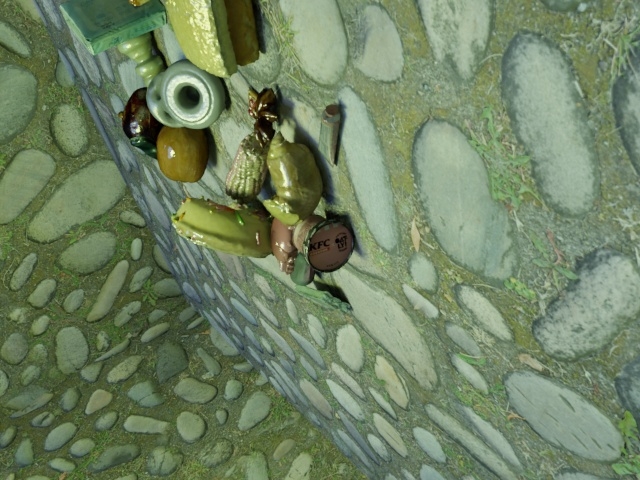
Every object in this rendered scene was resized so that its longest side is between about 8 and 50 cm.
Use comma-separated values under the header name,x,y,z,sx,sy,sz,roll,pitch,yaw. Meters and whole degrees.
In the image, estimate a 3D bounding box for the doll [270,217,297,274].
name,x,y,z,sx,sy,sz,roll,pitch,yaw
doll,-0.108,-0.009,1.825,0.262,0.093,0.211,-103,24,-44

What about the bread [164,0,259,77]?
name,x,y,z,sx,sy,sz,roll,pitch,yaw
bread,-0.277,-0.596,1.364,0.236,0.165,0.375,37,151,28

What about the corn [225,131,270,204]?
name,x,y,z,sx,sy,sz,roll,pitch,yaw
corn,-0.221,-0.223,1.830,0.126,0.126,0.335,53,153,5

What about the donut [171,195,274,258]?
name,x,y,z,sx,sy,sz,roll,pitch,yaw
donut,-0.289,-0.046,1.950,0.307,0.150,0.371,24,-171,26

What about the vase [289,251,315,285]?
name,x,y,z,sx,sy,sz,roll,pitch,yaw
vase,-0.048,0.063,1.919,0.086,0.086,0.214,47,151,20

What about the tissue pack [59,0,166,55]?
name,x,y,z,sx,sy,sz,roll,pitch,yaw
tissue pack,-0.639,-0.700,1.810,0.177,0.263,0.089,50,160,15

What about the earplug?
name,x,y,z,sx,sy,sz,roll,pitch,yaw
earplug,-0.425,-0.463,1.856,0.325,0.175,0.214,7,123,49

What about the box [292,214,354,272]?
name,x,y,z,sx,sy,sz,roll,pitch,yaw
box,0.000,0.000,1.652,0.135,0.151,0.151,34,150,57

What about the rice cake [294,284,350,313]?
name,x,y,z,sx,sy,sz,roll,pitch,yaw
rice cake,0.001,0.194,1.988,0.124,0.038,0.211,31,170,-24

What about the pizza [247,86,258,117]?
name,x,y,z,sx,sy,sz,roll,pitch,yaw
pizza,-0.174,-0.368,1.641,0.099,0.029,0.100,42,154,27

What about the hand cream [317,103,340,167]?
name,x,y,z,sx,sy,sz,roll,pitch,yaw
hand cream,0.021,-0.252,1.408,0.067,0.043,0.209,51,162,16

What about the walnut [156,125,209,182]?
name,x,y,z,sx,sy,sz,roll,pitch,yaw
walnut,-0.509,-0.317,2.139,0.203,0.203,0.298,46,143,22

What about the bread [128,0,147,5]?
name,x,y,z,sx,sy,sz,roll,pitch,yaw
bread,-0.571,-0.845,1.675,0.185,0.114,0.274,43,152,26

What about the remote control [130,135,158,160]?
name,x,y,z,sx,sy,sz,roll,pitch,yaw
remote control,-0.628,-0.342,2.195,0.222,0.072,0.042,32,-129,-67

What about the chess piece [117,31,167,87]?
name,x,y,z,sx,sy,sz,roll,pitch,yaw
chess piece,-0.612,-0.630,2.042,0.133,0.133,0.243,20,143,54

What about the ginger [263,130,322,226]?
name,x,y,z,sx,sy,sz,roll,pitch,yaw
ginger,-0.072,-0.162,1.574,0.138,0.152,0.267,22,117,56

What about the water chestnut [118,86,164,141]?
name,x,y,z,sx,sy,sz,roll,pitch,yaw
water chestnut,-0.640,-0.470,2.236,0.224,0.238,0.223,-4,-90,-83

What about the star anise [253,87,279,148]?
name,x,y,z,sx,sy,sz,roll,pitch,yaw
star anise,-0.148,-0.328,1.550,0.168,0.057,0.168,177,90,-76
